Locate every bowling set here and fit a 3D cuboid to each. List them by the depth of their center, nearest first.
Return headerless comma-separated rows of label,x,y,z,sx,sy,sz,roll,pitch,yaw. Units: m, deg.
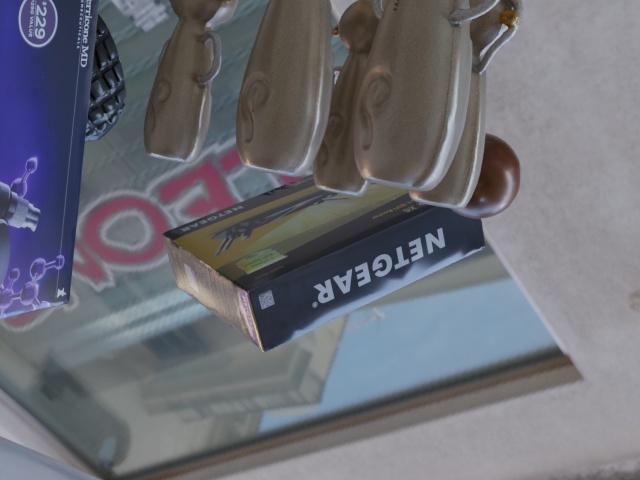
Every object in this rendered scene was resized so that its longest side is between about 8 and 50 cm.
bowling set,0.038,-0.103,0.584,0.287,0.199,0.154,12,-89,49

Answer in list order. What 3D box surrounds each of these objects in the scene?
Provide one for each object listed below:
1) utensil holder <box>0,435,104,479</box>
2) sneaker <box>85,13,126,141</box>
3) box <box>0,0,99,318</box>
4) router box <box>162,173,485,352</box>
utensil holder,-0.135,0.303,0.557,0.327,0.385,0.328,-34,-142,33
sneaker,-0.298,-0.202,0.916,0.107,0.283,0.124,-47,-168,-31
box,-0.269,-0.074,0.727,0.103,0.261,0.184,13,-168,24
router box,0.000,0.000,1.180,0.308,0.081,0.243,-24,-154,-24
